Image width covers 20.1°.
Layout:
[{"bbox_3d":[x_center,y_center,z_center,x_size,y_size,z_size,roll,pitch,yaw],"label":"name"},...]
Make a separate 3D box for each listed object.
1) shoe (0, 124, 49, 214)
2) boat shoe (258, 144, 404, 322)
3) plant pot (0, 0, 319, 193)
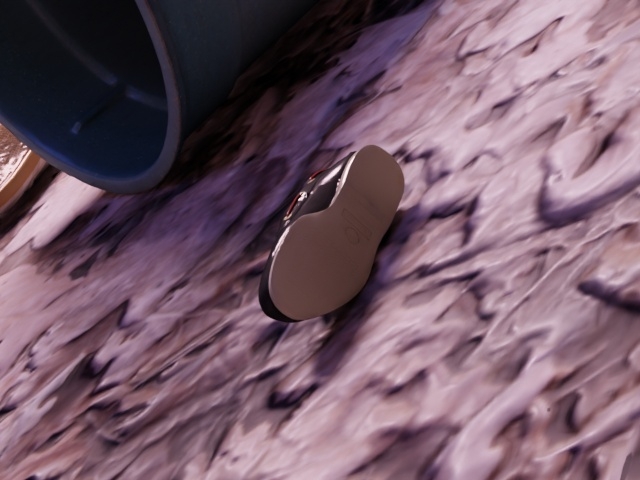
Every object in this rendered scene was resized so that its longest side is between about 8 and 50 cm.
[{"bbox_3d":[-0.259,-0.080,1.596,0.076,0.058,0.219,-8,34,21],"label":"shoe"},{"bbox_3d":[0.001,0.001,0.921,0.042,0.049,0.133,-31,18,40],"label":"boat shoe"},{"bbox_3d":[-0.112,-0.267,1.362,0.334,0.341,0.341,-41,17,-29],"label":"plant pot"}]
